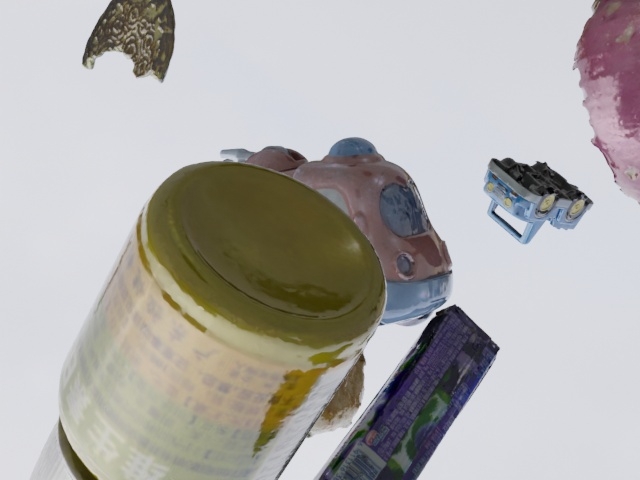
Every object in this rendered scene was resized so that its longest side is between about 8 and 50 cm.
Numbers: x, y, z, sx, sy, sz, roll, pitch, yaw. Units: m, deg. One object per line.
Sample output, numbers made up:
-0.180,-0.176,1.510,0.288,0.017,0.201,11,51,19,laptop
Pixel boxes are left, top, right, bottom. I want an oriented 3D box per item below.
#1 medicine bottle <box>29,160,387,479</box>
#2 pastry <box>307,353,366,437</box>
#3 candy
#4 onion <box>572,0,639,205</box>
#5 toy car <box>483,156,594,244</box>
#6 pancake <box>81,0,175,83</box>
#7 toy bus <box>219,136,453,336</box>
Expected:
-0.117,0.133,1.387,0.224,0.384,0.224,19,-143,-15,medicine bottle
-0.035,0.181,2.408,0.236,0.121,0.257,20,-122,-48,pastry
0.092,0.206,1.731,0.088,0.061,0.312,45,-124,-8,candy
0.515,-0.205,2.062,0.345,0.358,0.358,-2,-159,13,onion
0.302,-0.054,2.224,0.191,0.100,0.097,6,-150,-51,toy car
-0.264,-0.274,2.177,0.020,0.184,0.190,19,-145,-45,pancake
0.000,0.000,1.780,0.294,0.232,0.197,-4,-176,29,toy bus
